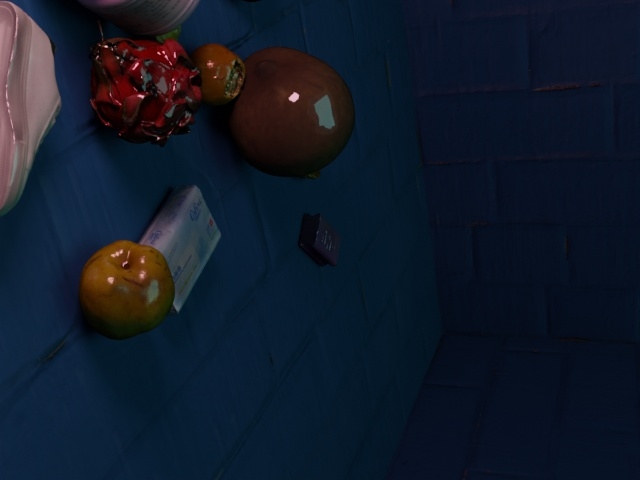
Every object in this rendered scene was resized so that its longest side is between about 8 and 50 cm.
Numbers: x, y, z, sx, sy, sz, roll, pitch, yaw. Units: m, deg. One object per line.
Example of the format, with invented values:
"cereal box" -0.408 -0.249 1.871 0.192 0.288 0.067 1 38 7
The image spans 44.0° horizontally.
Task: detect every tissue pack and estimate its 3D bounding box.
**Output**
"tissue pack" -0.331 0.021 1.836 0.263 0.089 0.177 -68 147 -42

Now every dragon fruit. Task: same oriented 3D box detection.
"dragon fruit" -0.361 -0.323 1.587 0.293 0.233 0.234 70 30 -51

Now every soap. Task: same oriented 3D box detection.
"soap" 0.000 0.000 2.647 0.203 0.065 0.122 46 50 -60

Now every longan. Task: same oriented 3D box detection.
"longan" -0.084 -0.336 2.076 0.361 0.361 0.361 1 90 -67

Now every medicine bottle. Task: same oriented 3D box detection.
"medicine bottle" -0.383 -0.545 1.498 0.302 0.241 0.241 22 71 -66

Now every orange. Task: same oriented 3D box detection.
"orange" -0.256 -0.408 1.945 0.154 0.134 0.155 16 72 -60

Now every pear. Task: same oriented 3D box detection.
"pear" -0.388 0.103 1.592 0.200 0.200 0.200 1 90 -67

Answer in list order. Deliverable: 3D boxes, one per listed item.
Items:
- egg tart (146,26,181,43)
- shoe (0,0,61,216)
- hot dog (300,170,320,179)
"egg tart" -0.358 -0.508 1.742 0.191 0.074 0.191 -1 90 -81
"shoe" -0.518 -0.208 1.351 0.160 0.131 0.363 27 62 -70
"hot dog" -0.067 -0.262 2.474 0.269 0.072 0.109 43 54 -58
